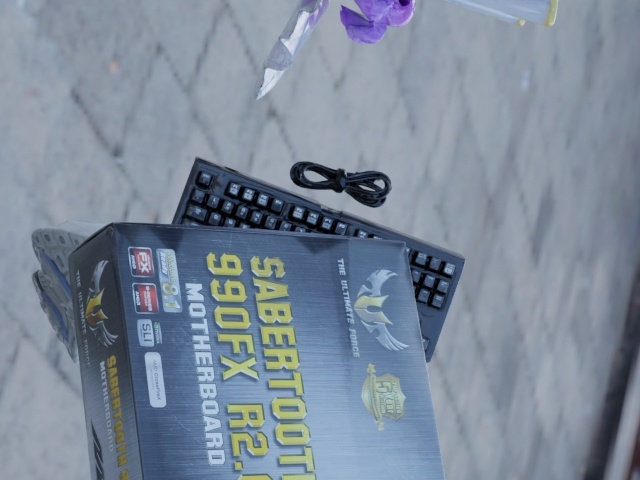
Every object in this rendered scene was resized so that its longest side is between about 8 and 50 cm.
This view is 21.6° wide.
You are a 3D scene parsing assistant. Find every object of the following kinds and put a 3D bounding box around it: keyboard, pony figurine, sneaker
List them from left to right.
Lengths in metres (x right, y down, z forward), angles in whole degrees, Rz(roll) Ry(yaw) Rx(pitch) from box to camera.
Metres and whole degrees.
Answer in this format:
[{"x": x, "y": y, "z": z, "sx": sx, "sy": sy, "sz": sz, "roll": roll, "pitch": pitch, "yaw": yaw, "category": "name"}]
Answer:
[{"x": -0.170, "y": 0.023, "z": 1.413, "sx": 0.111, "sy": 0.129, "sz": 0.297, "roll": 63, "pitch": -14, "yaw": 0, "category": "sneaker"}, {"x": 0.000, "y": 0.000, "z": 1.032, "sx": 0.023, "sy": 0.180, "sz": 0.108, "roll": 150, "pitch": -41, "yaw": -77, "category": "keyboard"}, {"x": 0.041, "y": -0.278, "z": 1.586, "sx": 0.351, "sy": 0.363, "sz": 0.303, "roll": -104, "pitch": -158, "yaw": -82, "category": "pony figurine"}]

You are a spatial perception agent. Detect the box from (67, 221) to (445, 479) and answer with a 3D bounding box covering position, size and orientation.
[{"x": -0.025, "y": 0.111, "z": 0.845, "sx": 0.183, "sy": 0.056, "sz": 0.231, "roll": 4, "pitch": 69, "yaw": -34, "category": "box"}]
